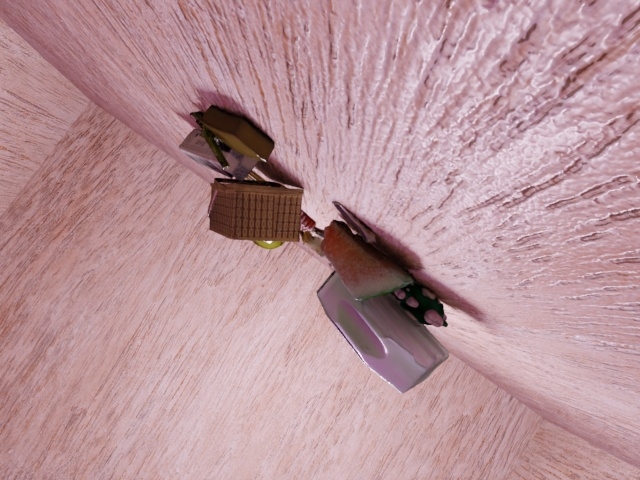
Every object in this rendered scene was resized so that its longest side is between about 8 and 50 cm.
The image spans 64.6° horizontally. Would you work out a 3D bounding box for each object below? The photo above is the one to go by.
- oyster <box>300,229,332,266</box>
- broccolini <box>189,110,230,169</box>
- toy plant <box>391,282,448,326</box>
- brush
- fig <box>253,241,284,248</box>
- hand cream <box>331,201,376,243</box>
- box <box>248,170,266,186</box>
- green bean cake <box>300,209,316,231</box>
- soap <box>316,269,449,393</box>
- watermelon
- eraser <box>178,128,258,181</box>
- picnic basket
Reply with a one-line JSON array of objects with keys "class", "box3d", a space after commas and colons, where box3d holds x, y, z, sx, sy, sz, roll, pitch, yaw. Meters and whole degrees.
[{"class": "oyster", "box3d": [0.001, 0.003, 2.104, 0.345, 0.078, 0.129, 33, 142, 51]}, {"class": "broccolini", "box3d": [-0.278, -0.247, 1.350, 0.123, 0.062, 0.272, 37, -165, -44]}, {"class": "toy plant", "box3d": [0.328, 0.206, 1.684, 0.243, 0.113, 0.232, 37, -169, 3]}, {"class": "brush", "box3d": [-0.203, -0.259, 1.223, 0.197, 0.059, 0.123, 30, 176, 47]}, {"class": "fig", "box3d": [-0.210, -0.063, 2.121, 0.207, 0.207, 0.230, 38, 174, -28]}, {"class": "hand cream", "box3d": [0.095, -0.050, 1.395, 0.165, 0.037, 0.057, 44, 172, -16]}, {"class": "box", "box3d": [-0.239, -0.225, 1.859, 0.090, 0.023, 0.133, 38, 174, -15]}, {"class": "green bean cake", "box3d": [-0.097, -0.092, 1.963, 0.135, 0.056, 0.135, 31, 173, 44]}, {"class": "soap", "box3d": [0.196, 0.281, 1.700, 0.446, 0.156, 0.261, 50, -152, 23]}, {"class": "watermelon", "box3d": [0.121, 0.081, 1.514, 0.302, 0.151, 0.264, 38, -171, 5]}, {"class": "eraser", "box3d": [-0.333, -0.279, 1.609, 0.098, 0.096, 0.403, 41, 171, -35]}, {"class": "picnic basket", "box3d": [-0.212, -0.102, 1.578, 0.227, 0.176, 0.312, 2, -174, -26]}]
